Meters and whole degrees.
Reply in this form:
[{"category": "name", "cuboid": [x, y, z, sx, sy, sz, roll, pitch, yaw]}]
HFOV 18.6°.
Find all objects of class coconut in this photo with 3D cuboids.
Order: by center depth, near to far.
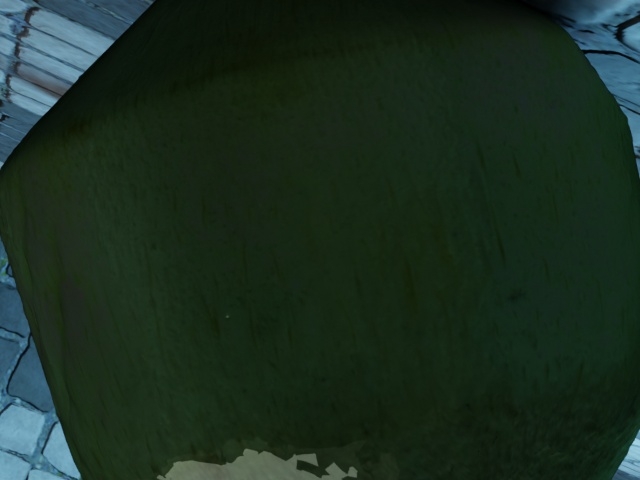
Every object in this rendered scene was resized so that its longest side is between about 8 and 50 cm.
[{"category": "coconut", "cuboid": [0.000, 0.000, 0.932, 0.281, 0.328, 0.328, -10, -165, -39]}]
